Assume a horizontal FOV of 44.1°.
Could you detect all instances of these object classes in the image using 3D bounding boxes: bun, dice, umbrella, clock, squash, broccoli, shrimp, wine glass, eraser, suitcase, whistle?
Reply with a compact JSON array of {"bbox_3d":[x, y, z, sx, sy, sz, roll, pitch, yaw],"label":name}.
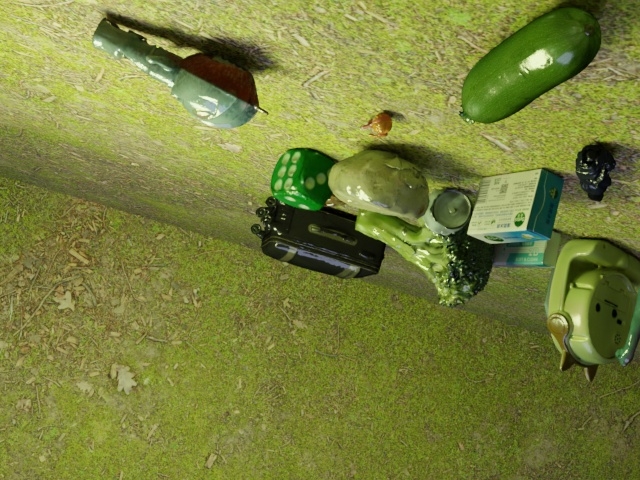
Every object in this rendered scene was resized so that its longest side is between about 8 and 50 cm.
[{"bbox_3d":[0.138,-0.132,1.780,0.239,0.141,0.239,13,-179,0],"label":"bun"},{"bbox_3d":[-0.043,-0.153,1.973,0.120,0.128,0.131,26,167,-38],"label":"dice"},{"bbox_3d":[0.522,-0.115,1.512,0.071,0.070,0.248,12,168,19],"label":"umbrella"},{"bbox_3d":[0.716,0.187,2.053,0.286,0.348,0.117,22,168,-36],"label":"clock"},{"bbox_3d":[0.279,-0.237,1.133,0.101,0.101,0.379,17,171,-8],"label":"squash"},{"bbox_3d":[0.302,0.029,2.191,0.397,0.275,0.353,-5,114,47],"label":"broccoli"},{"bbox_3d":[0.010,-0.121,2.351,0.163,0.045,0.095,1,-176,38],"label":"shrimp"},{"bbox_3d":[0.297,-0.071,1.849,0.122,0.122,0.183,14,-179,6],"label":"wine glass"},{"bbox_3d":[0.546,0.023,2.129,0.052,0.095,0.225,14,172,-27],"label":"eraser"},{"bbox_3d":[0.000,0.000,2.561,0.434,0.194,0.283,16,170,-11],"label":"suitcase"},{"bbox_3d":[-0.253,-0.313,1.476,0.346,0.133,0.142,27,-151,-6],"label":"whistle"}]

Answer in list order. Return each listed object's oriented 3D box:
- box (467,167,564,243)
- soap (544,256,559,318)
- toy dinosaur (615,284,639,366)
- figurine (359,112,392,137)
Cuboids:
[{"bbox_3d":[0.416,-0.071,1.698,0.073,0.139,0.194,21,169,-26],"label":"box"},{"bbox_3d":[0.727,0.170,2.273,0.145,0.230,0.091,17,169,-7],"label":"soap"},{"bbox_3d":[0.737,0.104,1.625,0.129,0.330,0.383,14,172,-6],"label":"toy dinosaur"},{"bbox_3d":[0.111,-0.228,1.588,0.064,0.047,0.109,-12,-175,-18],"label":"figurine"}]
